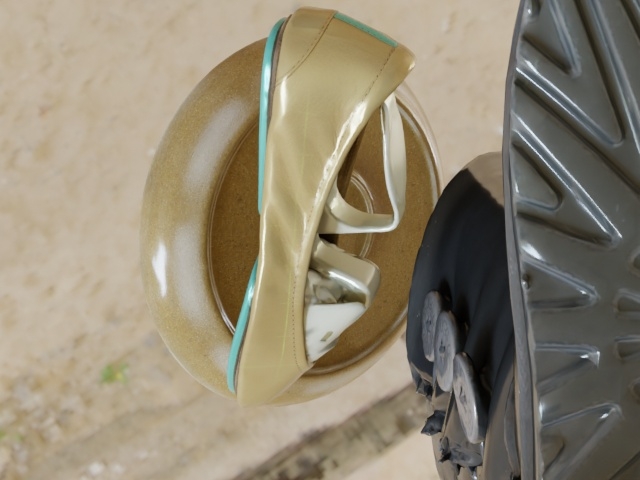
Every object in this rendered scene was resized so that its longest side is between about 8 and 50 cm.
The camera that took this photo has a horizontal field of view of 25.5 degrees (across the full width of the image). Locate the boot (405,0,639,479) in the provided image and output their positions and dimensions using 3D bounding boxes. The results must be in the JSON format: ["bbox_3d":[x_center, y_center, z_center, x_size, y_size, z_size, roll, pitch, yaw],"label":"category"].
[{"bbox_3d":[0.126,-0.001,0.631,0.445,0.146,0.367,-69,167,-84],"label":"boot"}]

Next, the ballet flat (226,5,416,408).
[{"bbox_3d":[0.000,0.000,0.689,0.080,0.073,0.232,-64,166,-52],"label":"ballet flat"}]

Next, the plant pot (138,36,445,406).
[{"bbox_3d":[-0.003,-0.009,0.869,0.236,0.032,0.236,-11,107,-38],"label":"plant pot"}]
